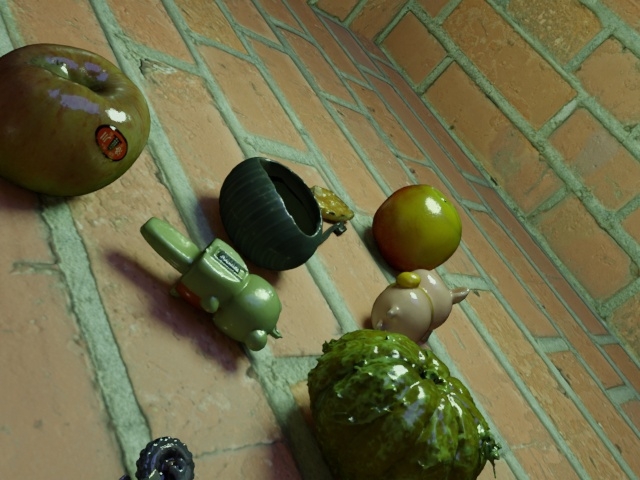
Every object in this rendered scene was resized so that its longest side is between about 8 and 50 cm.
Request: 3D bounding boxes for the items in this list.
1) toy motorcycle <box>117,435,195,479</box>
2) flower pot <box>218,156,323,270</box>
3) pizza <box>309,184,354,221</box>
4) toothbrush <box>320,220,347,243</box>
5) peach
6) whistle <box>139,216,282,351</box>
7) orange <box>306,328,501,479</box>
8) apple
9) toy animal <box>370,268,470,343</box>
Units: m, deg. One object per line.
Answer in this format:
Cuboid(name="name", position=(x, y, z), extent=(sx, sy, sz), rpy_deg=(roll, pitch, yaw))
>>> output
Cuboid(name="toy motorcycle", position=(-0.187, 0.310, 0.629), extent=(0.130, 0.094, 0.229), rpy_deg=(62, 34, -11))
Cuboid(name="flower pot", position=(-0.099, -0.051, 1.222), extent=(0.189, 0.157, 0.243), rpy_deg=(9, 42, -51))
Cuboid(name="pizza", position=(0.018, -0.088, 1.574), extent=(0.160, 0.036, 0.099), rpy_deg=(12, 40, -47))
Cuboid(name="toothbrush", position=(0.000, 0.000, 1.429), extent=(0.031, 0.030, 0.297), rpy_deg=(55, 26, 1))
Cuboid(name="peach", position=(0.248, -0.028, 1.609), extent=(0.231, 0.231, 0.231), rpy_deg=(33, 28, -20))
Cuboid(name="whistle", position=(-0.171, 0.068, 1.004), extent=(0.288, 0.106, 0.131), rpy_deg=(40, 29, -9))
Cuboid(name="orange", position=(0.106, 0.277, 0.958), extent=(0.301, 0.223, 0.300), rpy_deg=(37, 12, -13))
Cuboid(name="apple", position=(-0.397, -0.184, 0.963), extent=(0.260, 0.194, 0.261), rpy_deg=(31, 29, -19))
Cuboid(name="toy animal", position=(0.195, 0.145, 1.350), extent=(0.248, 0.165, 0.149), rpy_deg=(-8, 61, -50))
